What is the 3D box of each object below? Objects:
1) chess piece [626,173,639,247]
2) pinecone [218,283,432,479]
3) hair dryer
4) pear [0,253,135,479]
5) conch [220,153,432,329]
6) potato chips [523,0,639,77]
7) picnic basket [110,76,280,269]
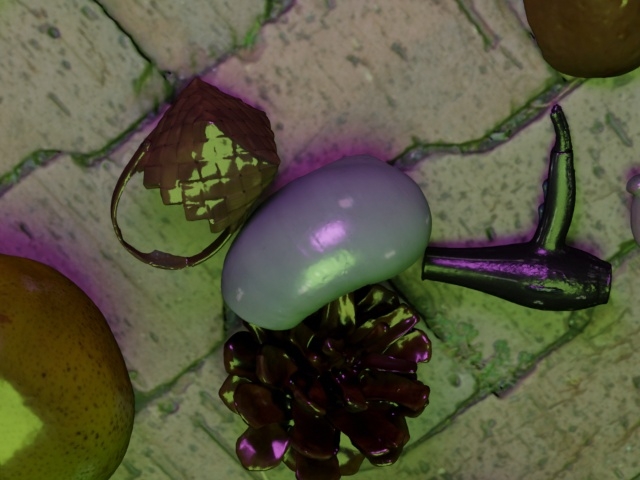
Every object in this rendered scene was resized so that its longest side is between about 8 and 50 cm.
[{"bbox_3d":[0.394,0.040,1.945,0.139,0.139,0.271,-32,106,15],"label":"chess piece"},{"bbox_3d":[0.006,0.140,1.927,0.203,0.201,0.228,-6,93,-29],"label":"pinecone"},{"bbox_3d":[0.210,-0.037,1.922,0.196,0.075,0.219,8,110,2],"label":"hair dryer"},{"bbox_3d":[-0.321,0.153,1.874,0.294,0.294,0.294,-2,121,-3],"label":"pear"},{"bbox_3d":[-0.001,-0.005,1.851,0.221,0.185,0.121,-29,104,-20],"label":"conch"},{"bbox_3d":[0.268,-0.237,1.803,0.150,0.049,0.201,-2,127,4],"label":"potato chips"},{"bbox_3d":[-0.126,-0.053,1.833,0.128,0.138,0.178,26,110,-18],"label":"picnic basket"}]
